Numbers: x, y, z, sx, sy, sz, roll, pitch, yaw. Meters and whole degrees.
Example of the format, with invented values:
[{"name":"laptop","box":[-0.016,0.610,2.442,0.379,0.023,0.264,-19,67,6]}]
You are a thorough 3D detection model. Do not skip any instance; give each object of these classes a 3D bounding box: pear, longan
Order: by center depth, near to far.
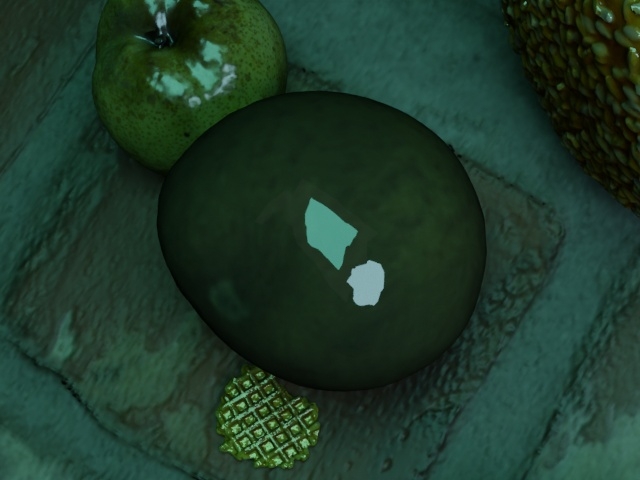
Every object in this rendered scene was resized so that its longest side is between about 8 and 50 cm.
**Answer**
[{"name":"longan","box":[0.000,0.000,1.284,0.248,0.248,0.248,-1,72,4]},{"name":"pear","box":[-0.107,-0.135,1.384,0.167,0.136,0.167,-3,70,8]}]

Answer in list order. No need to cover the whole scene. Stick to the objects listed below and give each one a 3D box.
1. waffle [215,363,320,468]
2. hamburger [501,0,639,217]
[{"name":"waffle","box":[-0.041,0.140,1.354,0.085,0.016,0.078,24,79,12]},{"name":"hamburger","box":[0.282,-0.167,1.271,0.250,0.330,0.330,-26,72,-11]}]
